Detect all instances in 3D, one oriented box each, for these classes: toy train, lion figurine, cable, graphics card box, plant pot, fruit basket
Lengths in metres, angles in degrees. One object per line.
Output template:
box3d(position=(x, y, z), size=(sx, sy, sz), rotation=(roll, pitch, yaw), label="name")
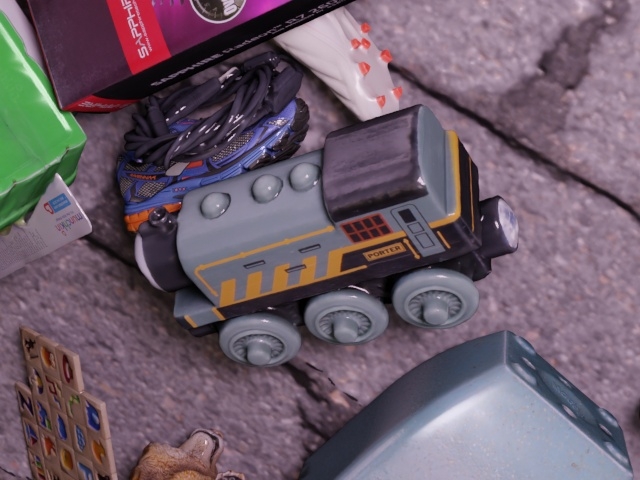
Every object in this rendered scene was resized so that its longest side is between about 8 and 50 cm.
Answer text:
box3d(position=(0.000, 0.000, 1.192), size=(0.333, 0.142, 0.190), rotation=(-15, 137, 23), label="toy train")
box3d(position=(-0.057, 0.342, 1.305), size=(0.392, 0.142, 0.240), rotation=(51, 163, 16), label="lion figurine")
box3d(position=(-0.104, -0.115, 1.180), size=(0.150, 0.184, 0.047), rotation=(-6, 116, 26), label="cable")
box3d(position=(-0.090, -0.276, 1.130), size=(0.370, 0.094, 0.233), rotation=(-20, 84, 25), label="graphics card box")
box3d(position=(0.141, 0.228, 1.218), size=(0.248, 0.247, 0.252), rotation=(41, 102, 0), label="plant pot")
box3d(position=(-0.367, -0.113, 1.296), size=(0.327, 0.165, 0.353), rotation=(57, 153, -8), label="fruit basket")

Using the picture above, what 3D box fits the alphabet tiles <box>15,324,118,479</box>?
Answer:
box3d(position=(-0.267, 0.212, 1.424), size=(0.198, 0.009, 0.237), rotation=(19, 121, 49), label="alphabet tiles")

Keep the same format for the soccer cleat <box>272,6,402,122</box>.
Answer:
box3d(position=(0.001, -0.175, 1.192), size=(0.076, 0.068, 0.196), rotation=(-32, 91, 33), label="soccer cleat")

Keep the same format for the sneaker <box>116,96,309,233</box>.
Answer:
box3d(position=(-0.109, -0.083, 1.262), size=(0.221, 0.083, 0.087), rotation=(-26, 90, 23), label="sneaker")

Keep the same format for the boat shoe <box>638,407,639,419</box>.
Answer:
box3d(position=(0.404, 0.079, 1.134), size=(0.104, 0.111, 0.307), rotation=(36, 129, -2), label="boat shoe")
